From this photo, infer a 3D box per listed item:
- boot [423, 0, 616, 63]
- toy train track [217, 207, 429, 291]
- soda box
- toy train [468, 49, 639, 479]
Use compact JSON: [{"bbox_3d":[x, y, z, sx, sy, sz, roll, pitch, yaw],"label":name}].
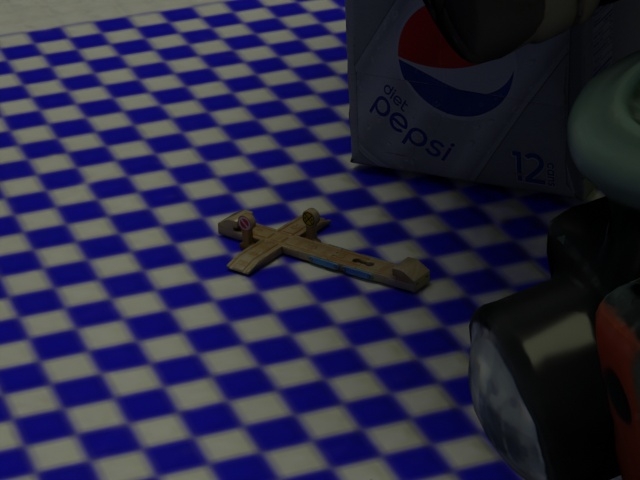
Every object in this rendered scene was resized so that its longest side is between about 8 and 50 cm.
[{"bbox_3d":[0.147,-0.189,0.622,0.284,0.138,0.377,-14,24,4],"label":"boot"},{"bbox_3d":[0.000,0.000,0.666,0.083,0.014,0.048,17,32,32],"label":"toy train track"},{"bbox_3d":[0.112,-0.118,0.807,0.098,0.091,0.286,10,29,25],"label":"soda box"},{"bbox_3d":[0.207,0.006,0.469,0.334,0.142,0.190,-20,34,-9],"label":"toy train"}]
